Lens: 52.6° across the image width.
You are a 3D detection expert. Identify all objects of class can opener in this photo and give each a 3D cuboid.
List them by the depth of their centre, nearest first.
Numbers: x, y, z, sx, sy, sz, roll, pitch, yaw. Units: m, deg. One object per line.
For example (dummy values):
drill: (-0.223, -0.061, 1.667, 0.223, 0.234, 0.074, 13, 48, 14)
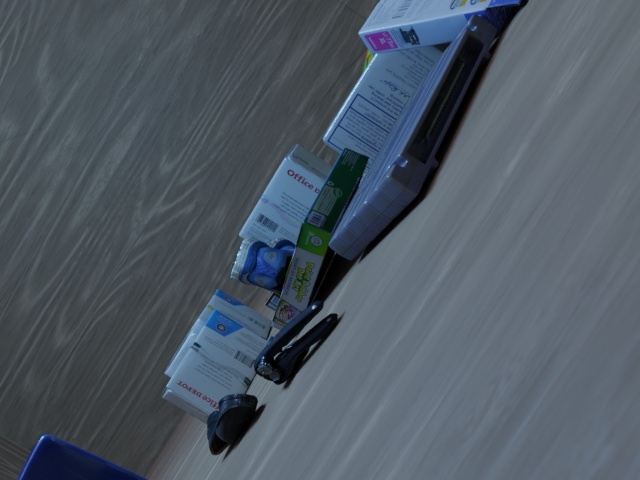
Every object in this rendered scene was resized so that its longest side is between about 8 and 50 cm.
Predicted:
can opener: (-0.038, 0.139, 0.894, 0.186, 0.059, 0.073, -54, 5, 43)

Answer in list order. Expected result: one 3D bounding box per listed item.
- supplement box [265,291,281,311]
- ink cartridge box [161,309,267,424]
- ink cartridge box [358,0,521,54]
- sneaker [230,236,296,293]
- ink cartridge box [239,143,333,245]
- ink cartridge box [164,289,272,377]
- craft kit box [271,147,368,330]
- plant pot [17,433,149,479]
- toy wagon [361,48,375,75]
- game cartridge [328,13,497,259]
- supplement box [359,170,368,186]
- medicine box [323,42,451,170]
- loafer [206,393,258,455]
supplement box: (-0.101, 0.146, 1.579, 0.043, 0.055, 0.083, -58, 4, 4)
ink cartridge box: (-0.220, 0.275, 1.378, 0.203, 0.148, 0.086, -60, 6, -34)
ink cartridge box: (0.227, -0.407, 1.072, 0.311, 0.065, 0.186, 5, 58, 47)
sneaker: (-0.082, 0.073, 1.497, 0.130, 0.147, 0.330, -68, -15, 7)
ink cartridge box: (-0.057, -0.082, 1.708, 0.278, 0.201, 0.117, -55, 5, 31)
ink cartridge box: (-0.244, 0.261, 1.592, 0.168, 0.171, 0.233, -57, 4, 12)
craft kit box: (0.000, 0.000, 1.145, 0.250, 0.061, 0.247, -63, -4, -49)
plant pot: (-0.281, 0.390, 0.774, 0.236, 0.236, 0.212, -50, 15, 58)
toy wagon: (0.149, -0.386, 1.646, 0.267, 0.068, 0.344, 122, 158, -71)
game cartridge: (0.139, -0.150, 0.968, 0.355, 0.068, 0.230, -61, 1, -31)
supplement box: (0.103, -0.173, 1.654, 0.062, 0.036, 0.098, -56, 5, 23)
medicine box: (0.157, -0.324, 1.377, 0.289, 0.149, 0.263, -55, 5, 28)
loafer: (-0.142, 0.295, 1.044, 0.170, 0.062, 0.061, 122, 155, -50)
